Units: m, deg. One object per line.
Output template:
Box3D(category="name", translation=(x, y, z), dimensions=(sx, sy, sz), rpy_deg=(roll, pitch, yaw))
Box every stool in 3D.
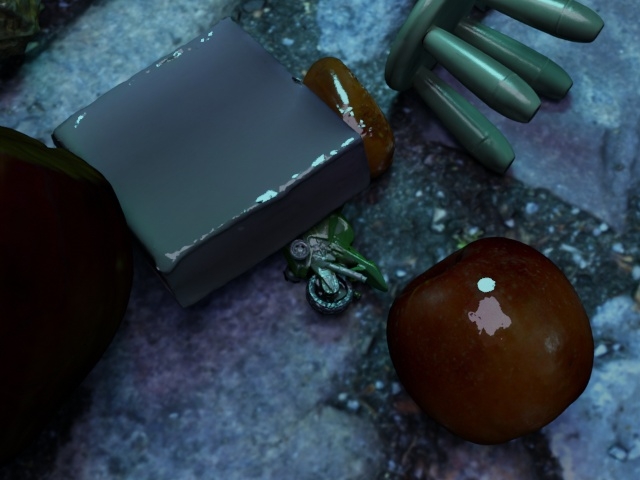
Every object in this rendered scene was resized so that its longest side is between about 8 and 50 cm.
Box3D(category="stool", translation=(0.210, -0.226, 1.294), dimensions=(0.199, 0.195, 0.195), rpy_deg=(36, 71, 13))

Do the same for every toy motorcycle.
Box3D(category="toy motorcycle", translation=(0.000, 0.000, 1.270), dimensions=(0.106, 0.074, 0.190), rpy_deg=(-22, 68, -18))

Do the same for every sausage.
Box3D(category="sausage", translation=(0.031, -0.160, 1.325), dimensions=(0.089, 0.089, 0.179), rpy_deg=(-28, 70, -11))

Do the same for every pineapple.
Box3D(category="pineapple", translation=(-0.476, -0.388, 1.399), dimensions=(0.175, 0.175, 0.361), rpy_deg=(-16, 53, -6))

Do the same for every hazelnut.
Box3D(category="hazelnut", translation=(-0.396, 0.041, 1.042), dimensions=(0.403, 0.429, 0.401), rpy_deg=(-1, 101, -5))

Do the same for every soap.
Box3D(category="soap", translation=(-0.137, -0.104, 1.253), dimensions=(0.285, 0.107, 0.296), rpy_deg=(-33, 54, -14))

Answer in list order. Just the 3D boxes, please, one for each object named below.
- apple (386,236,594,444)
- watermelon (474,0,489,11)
Box3D(category="apple", translation=(0.184, 0.108, 1.139), dimensions=(0.218, 0.218, 0.201), rpy_deg=(-29, 95, -11))
Box3D(category="watermelon", translation=(0.191, -0.461, 1.449), dimensions=(0.320, 0.214, 0.289), rpy_deg=(-23, 102, -49))
